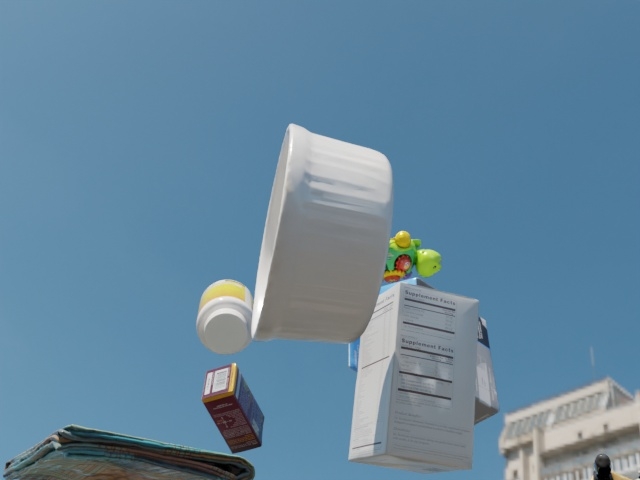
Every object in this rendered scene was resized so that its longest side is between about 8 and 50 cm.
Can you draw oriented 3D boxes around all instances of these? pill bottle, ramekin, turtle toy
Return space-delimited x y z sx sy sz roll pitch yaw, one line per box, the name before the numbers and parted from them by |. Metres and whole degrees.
pill bottle | -0.189 0.157 1.602 0.117 0.215 0.117 -1 -80 -6
ramekin | 0.000 0.000 1.015 0.135 0.277 0.277 10 -42 -7
turtle toy | 0.126 0.031 1.256 0.130 0.066 0.095 -7 -20 8

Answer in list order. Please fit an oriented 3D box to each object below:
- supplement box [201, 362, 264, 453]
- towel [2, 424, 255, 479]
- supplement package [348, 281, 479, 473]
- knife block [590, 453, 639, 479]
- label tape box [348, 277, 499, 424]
supplement box | -0.206 0.401 1.897 0.080 0.104 0.188 -17 -60 10
towel | -0.287 0.332 1.140 0.271 0.040 0.370 19 -29 -26
supplement package | 0.137 0.203 1.158 0.133 0.244 0.139 14 -22 -17
knife block | 0.401 0.354 1.060 0.088 0.275 0.242 21 -66 28
label tape box | 0.221 0.222 1.716 0.347 0.249 0.115 33 -51 -28
